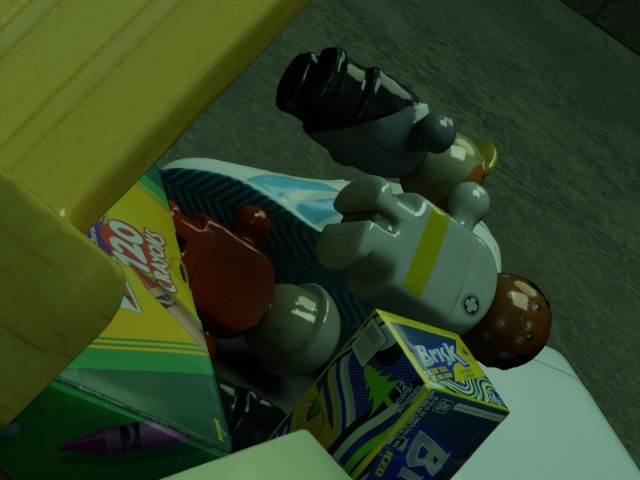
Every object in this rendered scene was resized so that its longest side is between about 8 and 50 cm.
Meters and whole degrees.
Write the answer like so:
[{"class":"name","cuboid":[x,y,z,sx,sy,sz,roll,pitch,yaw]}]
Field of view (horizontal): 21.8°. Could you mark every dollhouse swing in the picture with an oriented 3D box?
[{"class":"dollhouse swing","cuboid":[-0.203,-0.136,0.595,0.347,0.305,0.315,36,-6,17]}]

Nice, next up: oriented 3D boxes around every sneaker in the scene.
[{"class":"sneaker","cuboid":[0.000,0.000,1.042,0.229,0.087,0.092,17,26,0]}]

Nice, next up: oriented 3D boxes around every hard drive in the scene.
[{"class":"hard drive","cuboid":[0.129,0.157,1.022,0.233,0.047,0.353,24,23,-31]}]

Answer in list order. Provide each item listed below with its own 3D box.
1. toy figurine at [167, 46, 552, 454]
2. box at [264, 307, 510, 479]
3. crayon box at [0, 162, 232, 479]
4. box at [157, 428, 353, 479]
[{"class":"toy figurine","cuboid":[0.011,0.028,0.886,0.148,0.209,0.213,34,21,-31]},{"class":"box","cuboid":[0.005,0.112,0.752,0.059,0.169,0.054,19,28,-42]},{"class":"crayon box","cuboid":[-0.153,0.013,0.814,0.165,0.081,0.278,27,24,-30]},{"class":"box","cuboid":[-0.025,0.200,0.594,0.213,0.117,0.243,46,22,16]}]
